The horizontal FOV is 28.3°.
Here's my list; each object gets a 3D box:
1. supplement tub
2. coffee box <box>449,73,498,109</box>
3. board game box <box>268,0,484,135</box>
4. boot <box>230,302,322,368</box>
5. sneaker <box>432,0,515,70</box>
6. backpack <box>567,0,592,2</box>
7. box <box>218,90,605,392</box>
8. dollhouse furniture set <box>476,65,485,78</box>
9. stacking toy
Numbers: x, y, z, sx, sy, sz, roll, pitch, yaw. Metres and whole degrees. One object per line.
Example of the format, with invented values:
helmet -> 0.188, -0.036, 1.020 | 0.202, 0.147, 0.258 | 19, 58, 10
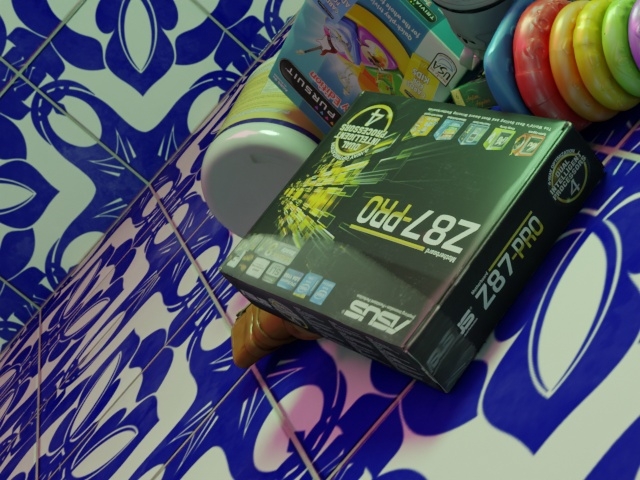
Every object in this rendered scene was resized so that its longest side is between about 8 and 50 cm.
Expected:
supplement tub -> -0.043, -0.170, 2.141 | 0.241, 0.241, 0.331 | -36, 20, 38
coffee box -> 0.271, -0.222, 1.662 | 0.184, 0.040, 0.113 | -27, 8, -21
board game box -> 0.078, -0.257, 1.821 | 0.079, 0.254, 0.336 | -39, -9, -32
boot -> -0.055, 0.105, 1.765 | 0.220, 0.109, 0.283 | -40, 16, 24
sneaker -> 0.271, -0.382, 1.599 | 0.366, 0.137, 0.210 | -49, -28, -13
backpack -> 0.347, -0.439, 1.774 | 0.355, 0.273, 0.290 | -25, 21, 8
box -> 0.094, -0.019, 1.502 | 0.318, 0.097, 0.395 | -53, 35, -12
dollhouse furniture set -> 0.232, -0.275, 1.832 | 0.151, 0.144, 0.123 | 92, -156, -52
stacking toy -> 0.350, -0.216, 1.415 | 0.301, 0.175, 0.166 | -11, 38, 48
